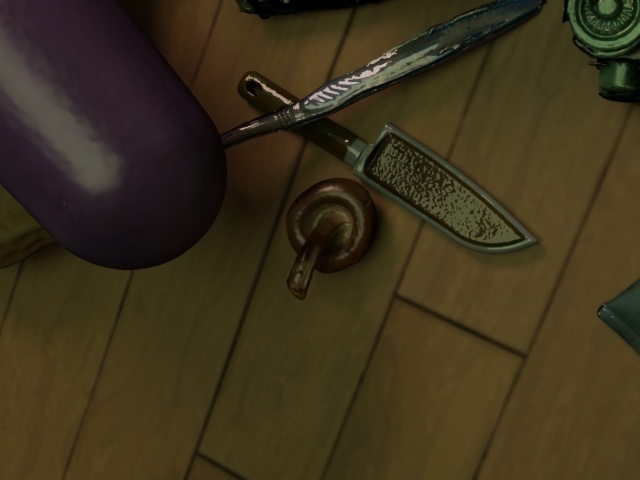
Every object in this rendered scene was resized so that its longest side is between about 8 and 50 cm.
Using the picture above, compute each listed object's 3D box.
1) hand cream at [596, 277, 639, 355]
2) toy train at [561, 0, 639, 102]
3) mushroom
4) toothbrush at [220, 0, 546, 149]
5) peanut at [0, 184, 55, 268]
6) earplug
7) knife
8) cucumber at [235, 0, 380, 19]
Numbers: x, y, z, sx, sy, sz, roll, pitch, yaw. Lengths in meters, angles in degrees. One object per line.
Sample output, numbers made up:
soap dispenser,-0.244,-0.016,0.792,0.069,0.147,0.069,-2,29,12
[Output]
hand cream,0.373,-0.004,0.924,0.111,0.070,0.312,48,118,14
toy train,0.307,-0.257,0.905,0.202,0.120,0.300,8,95,21
mushroom,0.000,0.003,1.078,0.088,0.073,0.129,26,69,8
toothbrush,0.018,-0.140,1.069,0.413,0.042,0.035,-23,76,16
peanut,-0.283,-0.060,1.179,0.313,0.152,0.152,-24,82,24
earplug,-0.260,-0.166,0.982,0.215,0.215,0.456,-44,83,20
knife,0.058,-0.081,1.079,0.343,0.027,0.061,35,102,20
cucumber,0.006,-0.246,1.084,0.182,0.053,0.053,-4,90,25
